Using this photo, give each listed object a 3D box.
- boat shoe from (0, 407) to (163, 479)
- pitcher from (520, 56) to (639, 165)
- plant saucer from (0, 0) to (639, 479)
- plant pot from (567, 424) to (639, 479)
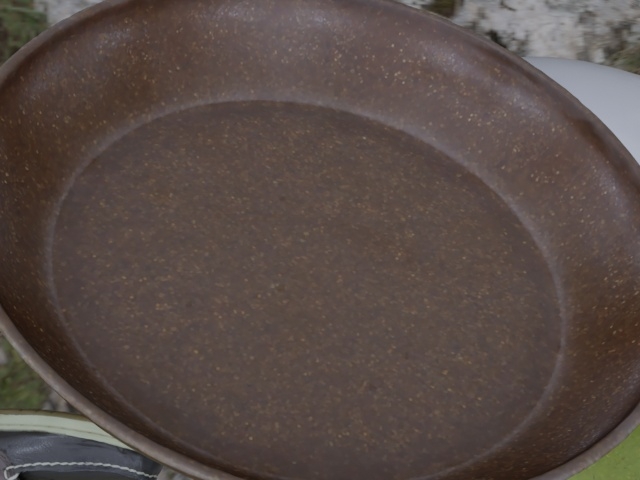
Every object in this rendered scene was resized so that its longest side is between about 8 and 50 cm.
[{"bbox_3d":[-0.193,0.137,0.822,0.223,0.080,0.073,0,74,20],"label":"boat shoe"},{"bbox_3d":[0.145,-0.013,0.741,0.207,0.125,0.178,-7,112,-7],"label":"pitcher"},{"bbox_3d":[0.000,0.000,0.384,0.198,0.198,0.036,28,135,10],"label":"plant saucer"},{"bbox_3d":[0.228,0.229,0.800,0.293,0.274,0.275,42,110,41],"label":"plant pot"}]
